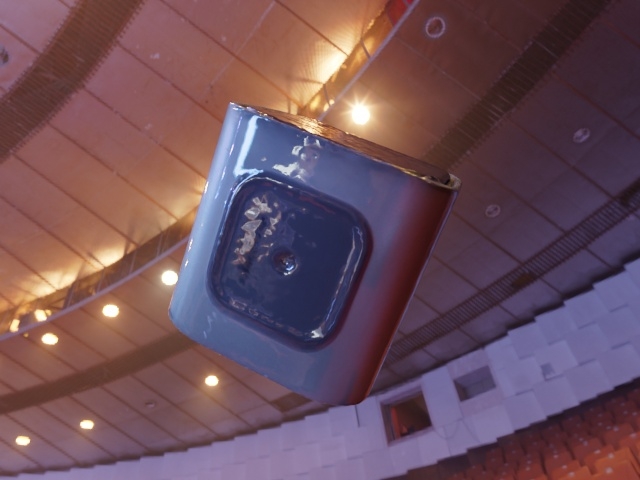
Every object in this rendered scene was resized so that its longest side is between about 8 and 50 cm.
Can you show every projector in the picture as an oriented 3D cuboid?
[{"bbox_3d":[0.000,0.000,0.590,0.248,0.248,0.249,24,-74,12],"label":"projector"}]
